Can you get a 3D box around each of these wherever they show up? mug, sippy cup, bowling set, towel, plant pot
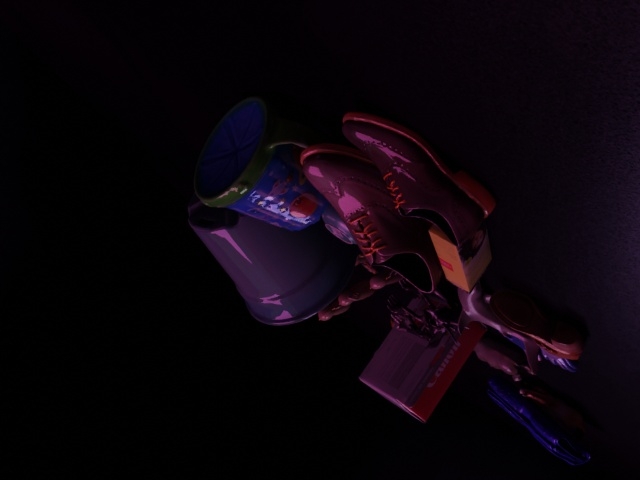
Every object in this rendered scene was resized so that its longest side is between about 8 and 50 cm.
[{"bbox_3d":[0.077,-0.044,1.468,0.158,0.097,0.129,39,170,-16],"label":"mug"},{"bbox_3d":[-0.097,-0.134,1.337,0.224,0.240,0.305,30,-175,-35],"label":"sippy cup"},{"bbox_3d":[0.067,0.082,1.779,0.154,0.287,0.199,-19,-106,-55],"label":"bowling set"},{"bbox_3d":[0.658,0.554,2.037,0.228,0.076,0.308,38,-176,-37],"label":"towel"},{"bbox_3d":[-0.136,-0.019,1.661,0.341,0.341,0.334,25,160,48],"label":"plant pot"}]

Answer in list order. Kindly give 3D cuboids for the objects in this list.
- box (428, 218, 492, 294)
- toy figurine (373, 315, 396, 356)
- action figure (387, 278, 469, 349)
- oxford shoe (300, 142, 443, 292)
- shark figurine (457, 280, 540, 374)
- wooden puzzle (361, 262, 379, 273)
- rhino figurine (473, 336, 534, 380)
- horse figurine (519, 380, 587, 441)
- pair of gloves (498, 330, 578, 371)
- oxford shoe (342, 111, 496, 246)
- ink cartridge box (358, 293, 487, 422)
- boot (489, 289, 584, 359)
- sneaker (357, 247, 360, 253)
[{"bbox_3d":[0.251,0.012,1.171,0.058,0.087,0.232,31,170,27],"label":"box"},{"bbox_3d":[0.314,0.389,2.355,0.213,0.209,0.148,37,154,-24],"label":"toy figurine"},{"bbox_3d":[0.262,0.178,1.718,0.141,0.164,0.276,35,177,-24],"label":"action figure"},{"bbox_3d":[0.105,-0.038,1.196,0.364,0.132,0.130,35,142,-23],"label":"oxford shoe"},{"bbox_3d":[0.370,0.181,1.490,0.278,0.116,0.166,41,171,-16],"label":"shark figurine"},{"bbox_3d":[0.159,0.090,2.088,0.083,0.006,0.049,41,169,-24],"label":"wooden puzzle"},{"bbox_3d":[0.473,0.308,1.844,0.106,0.073,0.243,39,172,-37],"label":"rhino figurine"},{"bbox_3d":[0.707,0.507,1.999,0.263,0.066,0.174,38,176,5],"label":"horse figurine"},{"bbox_3d":[0.513,0.250,1.582,0.159,0.023,0.198,44,167,-30],"label":"pair of gloves"},{"bbox_3d":[0.134,-0.097,1.017,0.271,0.098,0.097,35,170,4],"label":"oxford shoe"},{"bbox_3d":[0.292,0.315,1.795,0.130,0.309,0.272,40,170,-23],"label":"ink cartridge box"},{"bbox_3d":[0.443,0.182,1.363,0.197,0.073,0.152,33,174,32],"label":"boot"},{"bbox_3d":[0.000,0.000,1.931,0.262,0.104,0.125,28,165,38],"label":"sneaker"}]
